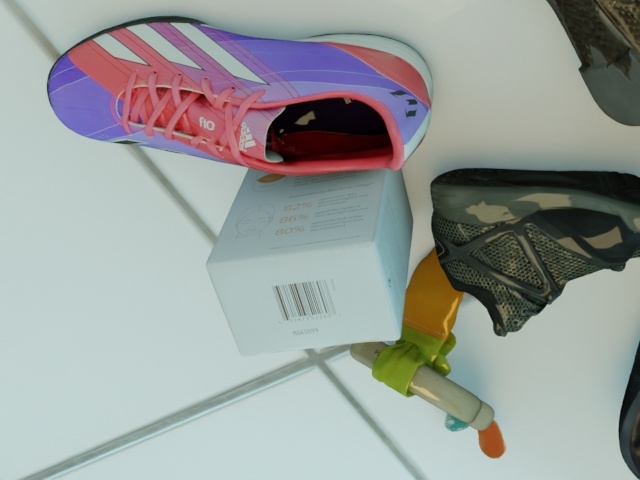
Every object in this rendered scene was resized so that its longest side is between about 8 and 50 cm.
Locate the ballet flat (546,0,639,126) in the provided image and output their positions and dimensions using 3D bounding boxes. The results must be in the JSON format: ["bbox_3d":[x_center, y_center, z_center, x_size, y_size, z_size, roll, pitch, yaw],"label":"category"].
[{"bbox_3d":[0.188,-0.194,0.626,0.084,0.058,0.250,-3,127,57],"label":"ballet flat"}]

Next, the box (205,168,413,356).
[{"bbox_3d":[0.000,0.000,0.721,0.130,0.170,0.091,-8,121,16],"label":"box"}]

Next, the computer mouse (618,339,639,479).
[{"bbox_3d":[0.353,0.103,0.794,0.188,0.072,0.272,17,114,2],"label":"computer mouse"}]

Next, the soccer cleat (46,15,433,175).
[{"bbox_3d":[-0.074,-0.105,0.695,0.318,0.116,0.109,3,125,8],"label":"soccer cleat"}]

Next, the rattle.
[{"bbox_3d":[0.134,0.112,0.861,0.199,0.143,0.130,31,159,-29],"label":"rattle"}]

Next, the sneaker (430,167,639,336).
[{"bbox_3d":[0.204,0.012,0.731,0.227,0.087,0.130,2,112,13],"label":"sneaker"}]
